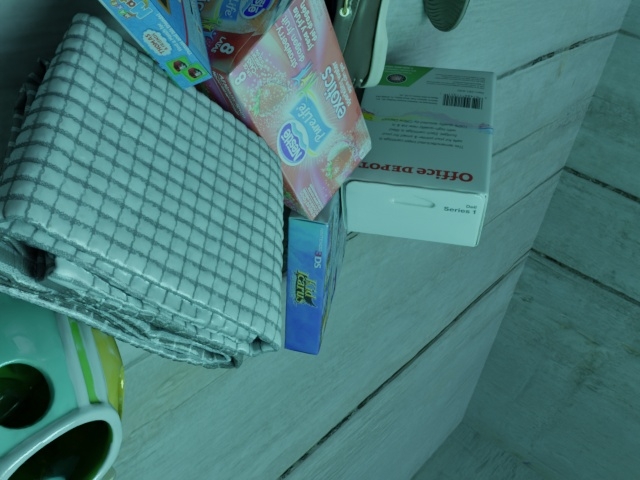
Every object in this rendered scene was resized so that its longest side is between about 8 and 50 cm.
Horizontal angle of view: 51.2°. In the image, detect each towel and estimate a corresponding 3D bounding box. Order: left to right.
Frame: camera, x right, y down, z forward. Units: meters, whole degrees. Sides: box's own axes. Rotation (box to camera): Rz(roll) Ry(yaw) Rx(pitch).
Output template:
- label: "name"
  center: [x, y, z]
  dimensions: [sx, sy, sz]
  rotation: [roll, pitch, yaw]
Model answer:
- label: "towel"
  center: [-0.161, -0.027, 0.621]
  dimensions: [0.283, 0.121, 0.235]
  rotation: [31, 47, -39]

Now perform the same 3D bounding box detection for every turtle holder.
- label: "turtle holder"
  center: [-0.289, 0.145, 0.647]
  dimensions: [0.320, 0.227, 0.244]
  rotation: [-5, 121, -57]

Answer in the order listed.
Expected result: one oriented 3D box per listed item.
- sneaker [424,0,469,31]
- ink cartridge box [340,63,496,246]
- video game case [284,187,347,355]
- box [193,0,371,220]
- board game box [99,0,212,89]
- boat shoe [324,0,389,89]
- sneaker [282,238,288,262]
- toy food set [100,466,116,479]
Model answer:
- label: "sneaker"
  center: [0.238, -0.457, 1.080]
  dimensions: [0.118, 0.083, 0.222]
  rotation: [-37, 144, -37]
- label: "ink cartridge box"
  center: [0.154, -0.137, 1.016]
  dimensions: [0.117, 0.201, 0.278]
  rotation: [85, 16, -49]
- label: "video game case"
  center: [0.000, 0.000, 1.052]
  dimensions: [0.244, 0.061, 0.270]
  rotation: [-73, 171, -49]
- label: "box"
  center: [-0.061, -0.173, 0.790]
  dimensions: [0.142, 0.154, 0.300]
  rotation: [-53, 153, -12]
- label: "board game box"
  center: [-0.165, -0.250, 0.554]
  dimensions: [0.039, 0.160, 0.211]
  rotation: [-19, 154, 11]
- label: "boat shoe"
  center: [0.031, -0.336, 0.831]
  dimensions: [0.096, 0.117, 0.325]
  rotation: [-13, 135, -17]
- label: "sneaker"
  center: [-0.144, 0.053, 0.941]
  dimensions: [0.258, 0.091, 0.094]
  rotation: [-41, 147, -31]
- label: "toy food set"
  center: [-0.342, 0.323, 0.810]
  dimensions: [0.219, 0.092, 0.306]
  rotation: [-40, 166, -32]
